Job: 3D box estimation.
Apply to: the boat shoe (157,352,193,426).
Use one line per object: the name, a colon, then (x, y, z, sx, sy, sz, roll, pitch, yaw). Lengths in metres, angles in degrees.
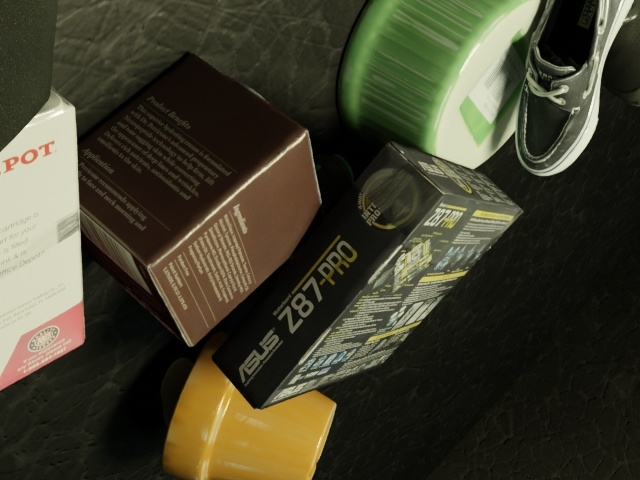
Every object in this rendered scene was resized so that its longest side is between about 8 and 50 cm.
boat shoe: (-0.200, 0.199, 1.215, 0.049, 0.042, 0.133, -11, 135, -25)

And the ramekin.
ramekin: (0.179, -0.231, 1.174, 0.303, 0.148, 0.303, -37, 149, -27)

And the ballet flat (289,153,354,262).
ballet flat: (0.000, 0.000, 1.247, 0.096, 0.095, 0.280, -30, 136, -20)

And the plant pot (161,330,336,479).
plant pot: (-0.087, 0.250, 1.211, 0.205, 0.188, 0.205, 20, 90, -83)

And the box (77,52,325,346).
box: (-0.129, -0.040, 0.899, 0.203, 0.168, 0.167, -42, 151, -19)

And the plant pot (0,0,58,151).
plant pot: (-0.273, -0.143, 0.563, 0.167, 0.188, 0.187, -39, 152, -51)

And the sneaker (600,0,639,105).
sneaker: (0.347, -0.327, 1.180, 0.140, 0.340, 0.125, -15, 166, -42)

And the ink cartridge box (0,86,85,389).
ink cartridge box: (-0.311, 0.007, 0.728, 0.207, 0.117, 0.283, -30, 146, -37)

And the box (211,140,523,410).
box: (0.078, 0.045, 1.102, 0.318, 0.097, 0.395, -49, 162, 17)

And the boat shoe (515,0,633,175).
boat shoe: (0.300, -0.213, 1.104, 0.102, 0.108, 0.301, -22, 137, -45)
